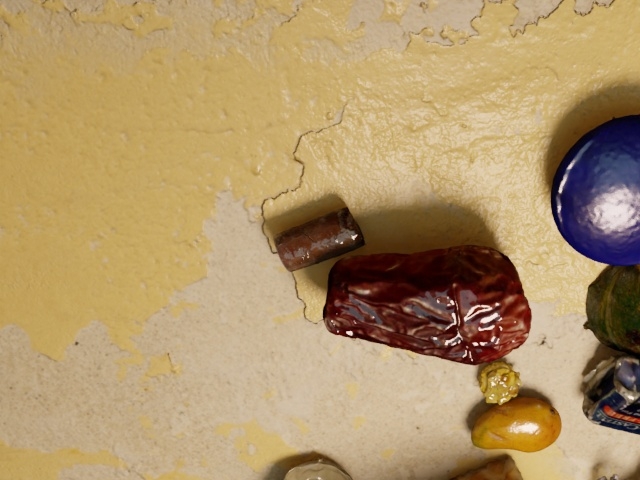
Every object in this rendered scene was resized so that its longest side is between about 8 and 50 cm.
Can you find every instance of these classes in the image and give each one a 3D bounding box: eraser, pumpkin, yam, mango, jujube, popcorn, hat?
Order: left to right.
[{"bbox_3d":[-0.001,-0.002,1.623,0.141,0.079,0.079,-22,113,10],"label":"yam"},{"bbox_3d":[0.003,0.511,1.872,0.166,0.144,0.173,3,158,-1],"label":"hat"},{"bbox_3d":[0.174,0.104,1.605,0.342,0.216,0.216,0,115,1],"label":"jujube"},{"bbox_3d":[0.331,0.264,1.759,0.083,0.057,0.082,26,113,-15],"label":"popcorn"},{"bbox_3d":[0.365,0.343,1.781,0.165,0.089,0.115,4,125,-2],"label":"mango"},{"bbox_3d":[0.598,0.170,1.695,0.279,0.111,0.163,30,115,-15],"label":"pumpkin"},{"bbox_3d":[0.652,0.302,1.734,0.332,0.101,0.155,15,147,-7],"label":"eraser"}]

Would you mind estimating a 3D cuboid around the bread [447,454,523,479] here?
[{"bbox_3d":[0.266,0.641,1.763,0.371,0.390,0.279,-25,104,12],"label":"bread"}]

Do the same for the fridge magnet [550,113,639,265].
[{"bbox_3d":[0.509,-0.082,1.573,0.266,0.112,0.265,0,114,-1],"label":"fridge magnet"}]

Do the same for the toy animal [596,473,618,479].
[{"bbox_3d":[0.622,0.504,1.821,0.206,0.081,0.366,23,91,-12],"label":"toy animal"}]
